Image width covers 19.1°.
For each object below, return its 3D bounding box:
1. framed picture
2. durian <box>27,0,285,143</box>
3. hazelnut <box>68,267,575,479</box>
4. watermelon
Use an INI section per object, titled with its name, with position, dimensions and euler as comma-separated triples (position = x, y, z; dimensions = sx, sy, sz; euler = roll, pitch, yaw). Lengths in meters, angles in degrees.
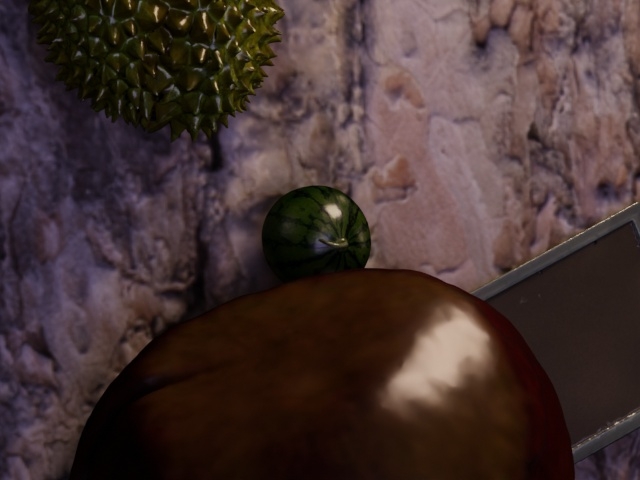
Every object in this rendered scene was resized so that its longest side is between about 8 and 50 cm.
[framed picture]
position = 0.230, 0.112, 1.831
dimensions = 0.274, 0.017, 0.217
euler = -26, 107, -13
[durian]
position = -0.135, -0.192, 1.575
dimensions = 0.200, 0.176, 0.237
euler = -41, 123, 13
[hazelnut]
position = 0.012, 0.230, 1.585
dimensions = 0.429, 0.402, 0.402
euler = -22, 106, -17
[watermelon]
position = 0.000, 0.000, 1.685
dimensions = 0.109, 0.109, 0.109
euler = -3, 101, -19
